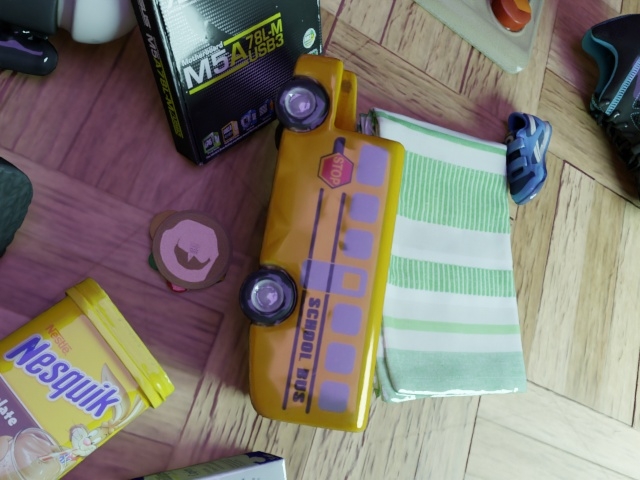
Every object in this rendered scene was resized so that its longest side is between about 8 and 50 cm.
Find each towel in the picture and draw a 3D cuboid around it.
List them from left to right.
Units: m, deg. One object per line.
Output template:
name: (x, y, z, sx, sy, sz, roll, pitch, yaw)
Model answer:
towel: (0.152, 0.019, 0.673, 0.247, 0.038, 0.325, 7, 75, -33)

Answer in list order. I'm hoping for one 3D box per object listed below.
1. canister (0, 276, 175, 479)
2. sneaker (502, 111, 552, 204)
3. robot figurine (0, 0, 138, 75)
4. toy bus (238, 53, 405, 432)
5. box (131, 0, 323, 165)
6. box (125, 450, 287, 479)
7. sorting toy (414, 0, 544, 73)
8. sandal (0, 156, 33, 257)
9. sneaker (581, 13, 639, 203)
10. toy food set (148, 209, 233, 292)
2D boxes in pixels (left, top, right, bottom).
canister: (-0.226, 0.130, 0.462, 0.169, 0.073, 0.126, -38, 96, -26)
sneaker: (0.272, -0.113, 0.768, 0.059, 0.053, 0.144, 27, 60, -19)
robot figurine: (-0.273, -0.275, 0.477, 0.277, 0.209, 0.174, 11, 58, -24)
toy bus: (0.000, 0.000, 0.550, 0.130, 0.108, 0.333, 10, 81, -3)
box: (-0.077, -0.195, 0.556, 0.045, 0.184, 0.190, 35, 57, 28)
box: (-0.098, 0.263, 0.492, 0.137, 0.072, 0.126, -2, 80, -27)
sorting toy: (0.208, -0.410, 0.809, 0.307, 0.041, 0.229, 30, 67, -17)
sandal: (-0.391, 0.072, 0.353, 0.107, 0.168, 0.446, 39, 63, 6)
sneaker: (0.482, -0.177, 0.867, 0.139, 0.125, 0.341, -4, 82, 2)
toy food set: (-0.128, 0.010, 0.564, 0.083, 0.020, 0.083, 1, 78, -26)
